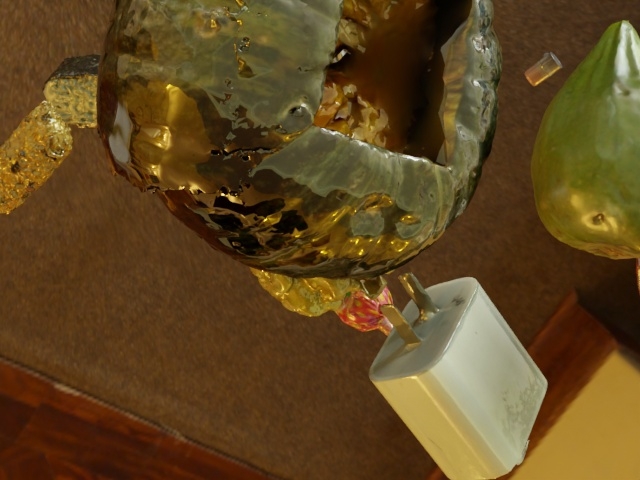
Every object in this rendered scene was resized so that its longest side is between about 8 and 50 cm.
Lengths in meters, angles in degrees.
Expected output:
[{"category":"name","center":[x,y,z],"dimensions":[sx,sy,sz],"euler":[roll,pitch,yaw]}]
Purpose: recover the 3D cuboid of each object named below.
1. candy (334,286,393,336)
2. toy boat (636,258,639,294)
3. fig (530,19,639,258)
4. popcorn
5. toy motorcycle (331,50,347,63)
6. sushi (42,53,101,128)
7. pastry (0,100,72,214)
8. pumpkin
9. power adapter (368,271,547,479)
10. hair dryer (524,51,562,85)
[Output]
[{"category":"candy","center":[0.170,0.219,1.916],"dimensions":[0.124,0.365,0.124],"euler":[-35,160,-15]},{"category":"toy boat","center":[0.473,-0.061,1.161],"dimensions":[0.392,0.079,0.136],"euler":[-55,132,-39]},{"category":"fig","center":[0.282,-0.086,0.907],"dimensions":[0.167,0.167,0.233],"euler":[-24,91,-5]},{"category":"popcorn","center":[0.000,0.000,1.495],"dimensions":[0.266,0.192,0.233],"euler":[28,105,11]},{"category":"toy motorcycle","center":[0.037,-0.245,0.926],"dimensions":[0.205,0.127,0.275],"euler":[-16,131,-57]},{"category":"sushi","center":[-0.411,-0.290,1.754],"dimensions":[0.225,0.127,0.124],"euler":[5,128,10]},{"category":"pastry","center":[-0.356,-0.099,1.104],"dimensions":[0.140,0.056,0.080],"euler":[-37,84,15]},{"category":"pumpkin","center":[-0.002,-0.125,0.666],"dimensions":[0.321,0.192,0.320],"euler":[1,89,-40]},{"category":"power adapter","center":[0.163,0.156,1.174],"dimensions":[0.124,0.187,0.255],"euler":[-20,115,43]},{"category":"hair dryer","center":[0.432,-0.341,1.766],"dimensions":[0.063,0.114,0.037],"euler":[-36,102,28]}]
